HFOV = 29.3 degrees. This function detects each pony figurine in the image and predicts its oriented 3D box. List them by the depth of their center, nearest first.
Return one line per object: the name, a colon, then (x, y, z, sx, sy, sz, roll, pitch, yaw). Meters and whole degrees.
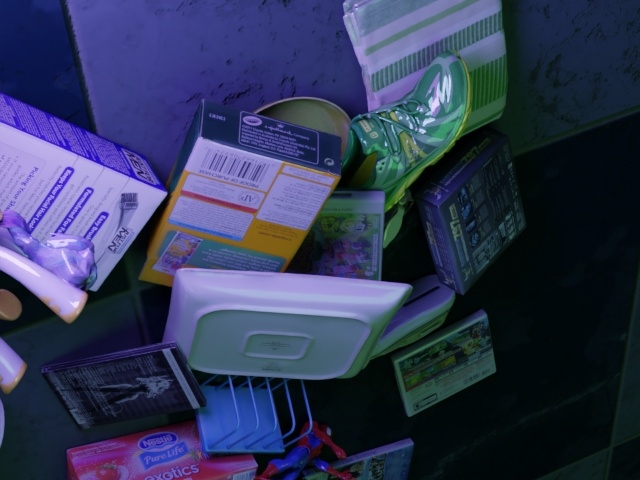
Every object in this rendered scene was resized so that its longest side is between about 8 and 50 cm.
pony figurine: (-0.436, -0.015, 1.385, 0.363, 0.303, 0.351, 34, 133, -15)

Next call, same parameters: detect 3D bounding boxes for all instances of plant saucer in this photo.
plant saucer: (-0.060, -0.121, 1.841, 0.241, 0.037, 0.241, -18, 135, -19)

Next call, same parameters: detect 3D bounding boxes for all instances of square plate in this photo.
square plate: (-0.065, 0.143, 1.889, 0.347, 0.049, 0.344, 5, 152, -10)

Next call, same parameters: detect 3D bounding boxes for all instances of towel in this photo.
towel: (0.170, -0.272, 1.855, 0.247, 0.038, 0.325, -26, 135, -10)

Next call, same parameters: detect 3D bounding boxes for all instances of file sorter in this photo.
file sorter: (-0.113, 0.288, 2.076, 0.170, 0.118, 0.104, 9, 147, -41)

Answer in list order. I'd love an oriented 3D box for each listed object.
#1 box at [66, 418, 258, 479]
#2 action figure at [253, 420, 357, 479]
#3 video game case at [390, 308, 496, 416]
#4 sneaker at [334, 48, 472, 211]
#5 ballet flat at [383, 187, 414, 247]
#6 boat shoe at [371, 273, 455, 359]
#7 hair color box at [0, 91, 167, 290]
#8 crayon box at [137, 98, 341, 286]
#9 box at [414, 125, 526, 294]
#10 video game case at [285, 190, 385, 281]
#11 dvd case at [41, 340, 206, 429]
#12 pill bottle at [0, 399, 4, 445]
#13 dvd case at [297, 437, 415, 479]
box: (-0.274, 0.424, 2.107, 0.300, 0.142, 0.154, -11, 131, -24)
action figure: (-0.011, 0.410, 2.190, 0.280, 0.139, 0.091, -43, 152, -62)
video game case: (0.238, 0.236, 2.350, 0.201, 0.023, 0.183, -26, 136, -9)
sneaker: (0.115, -0.155, 1.811, 0.123, 0.109, 0.295, 18, 116, -43)
ballet flat: (0.078, -0.004, 1.999, 0.077, 0.079, 0.221, 18, 116, -39)
boat shoe: (0.108, 0.161, 2.144, 0.302, 0.109, 0.094, -22, 137, -18)
hair color box: (-0.395, -0.074, 1.622, 0.339, 0.110, 0.185, 25, 111, -40)
crayon box: (-0.122, -0.044, 1.751, 0.203, 0.083, 0.323, 14, 138, -16)
box: (0.254, -0.048, 2.045, 0.183, 0.059, 0.233, -45, 140, -21)
video game case: (0.000, 0.000, 1.885, 0.193, 0.023, 0.212, 1, 141, 1)
dvd case: (-0.310, 0.232, 1.953, 0.221, 0.018, 0.164, -11, 136, 8)
pill bottle: (-0.611, 0.256, 1.733, 0.301, 0.169, 0.169, 14, 118, -39)
dvd case: (0.066, 0.495, 2.471, 0.253, 0.022, 0.180, -13, 134, -22)
